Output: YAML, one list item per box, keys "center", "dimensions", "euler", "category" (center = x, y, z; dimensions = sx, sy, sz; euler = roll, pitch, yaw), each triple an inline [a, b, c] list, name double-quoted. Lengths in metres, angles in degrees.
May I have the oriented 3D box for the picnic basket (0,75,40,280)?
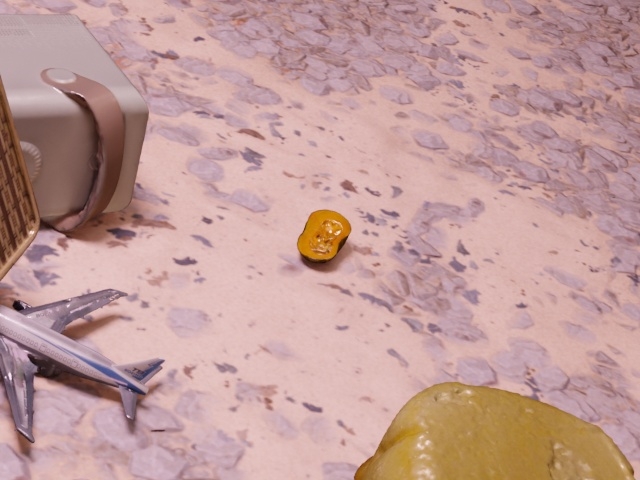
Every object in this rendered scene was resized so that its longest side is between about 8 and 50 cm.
- center: [-0.379, -0.011, 1.108]
  dimensions: [0.175, 0.228, 0.313]
  euler: [7, 38, 18]
  category: "picnic basket"

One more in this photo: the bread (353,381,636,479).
- center: [0.150, 0.245, 1.134]
  dimensions: [0.270, 0.148, 0.270]
  euler: [14, 37, -11]
  category: "bread"

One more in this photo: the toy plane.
- center: [-0.250, 0.092, 1.231]
  dimensions: [0.226, 0.058, 0.226]
  euler: [18, 34, 4]
  category: "toy plane"

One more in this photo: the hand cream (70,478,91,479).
- center: [-0.103, 0.270, 0.966]
  dimensions: [0.248, 0.083, 0.133]
  euler: [44, 25, -31]
  category: "hand cream"

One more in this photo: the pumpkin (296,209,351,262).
- center: [0.001, 0.001, 1.515]
  dimensions: [0.050, 0.028, 0.083]
  euler: [25, 42, 11]
  category: "pumpkin"

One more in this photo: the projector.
- center: [-0.300, -0.127, 1.428]
  dimensions: [0.177, 0.163, 0.242]
  euler: [-7, 39, -32]
  category: "projector"
